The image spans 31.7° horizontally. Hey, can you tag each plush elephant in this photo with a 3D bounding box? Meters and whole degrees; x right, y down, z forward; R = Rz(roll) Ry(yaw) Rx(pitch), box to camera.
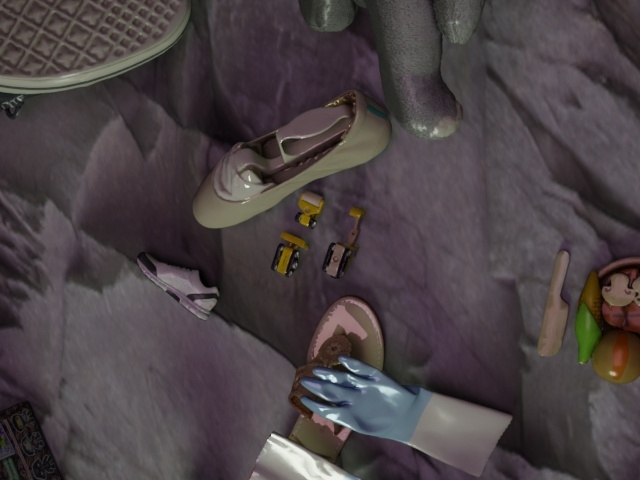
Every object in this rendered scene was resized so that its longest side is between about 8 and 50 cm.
[{"bbox_3d":[0.128,-0.313,1.057,0.255,0.272,0.330,-20,130,-16],"label":"plush elephant"}]

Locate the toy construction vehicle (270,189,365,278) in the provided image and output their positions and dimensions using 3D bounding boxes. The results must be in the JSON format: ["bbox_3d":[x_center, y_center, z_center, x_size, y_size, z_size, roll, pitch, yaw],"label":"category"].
[{"bbox_3d":[0.000,0.000,1.232,0.086,0.035,0.098,21,100,25],"label":"toy construction vehicle"}]

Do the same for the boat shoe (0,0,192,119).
[{"bbox_3d":[-0.384,-0.229,1.258,0.500,0.156,0.187,-12,88,6],"label":"boat shoe"}]

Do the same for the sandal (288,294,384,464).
[{"bbox_3d":[0.003,0.181,1.227,0.088,0.079,0.240,22,103,13],"label":"sandal"}]

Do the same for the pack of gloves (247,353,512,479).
[{"bbox_3d":[0.062,0.235,1.190,0.232,0.046,0.195,22,110,-12],"label":"pack of gloves"}]

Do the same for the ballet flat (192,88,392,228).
[{"bbox_3d":[-0.045,-0.090,1.202,0.248,0.086,0.086,-26,89,16],"label":"ballet flat"}]

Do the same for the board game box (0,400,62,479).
[{"bbox_3d":[-0.470,0.319,1.278,0.232,0.291,0.141,-24,90,19],"label":"board game box"}]

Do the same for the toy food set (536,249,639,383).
[{"bbox_3d":[0.321,0.083,1.139,0.192,0.038,0.132,10,100,15],"label":"toy food set"}]

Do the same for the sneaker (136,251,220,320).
[{"bbox_3d":[-0.161,0.044,1.286,0.109,0.040,0.044,36,89,6],"label":"sneaker"}]
